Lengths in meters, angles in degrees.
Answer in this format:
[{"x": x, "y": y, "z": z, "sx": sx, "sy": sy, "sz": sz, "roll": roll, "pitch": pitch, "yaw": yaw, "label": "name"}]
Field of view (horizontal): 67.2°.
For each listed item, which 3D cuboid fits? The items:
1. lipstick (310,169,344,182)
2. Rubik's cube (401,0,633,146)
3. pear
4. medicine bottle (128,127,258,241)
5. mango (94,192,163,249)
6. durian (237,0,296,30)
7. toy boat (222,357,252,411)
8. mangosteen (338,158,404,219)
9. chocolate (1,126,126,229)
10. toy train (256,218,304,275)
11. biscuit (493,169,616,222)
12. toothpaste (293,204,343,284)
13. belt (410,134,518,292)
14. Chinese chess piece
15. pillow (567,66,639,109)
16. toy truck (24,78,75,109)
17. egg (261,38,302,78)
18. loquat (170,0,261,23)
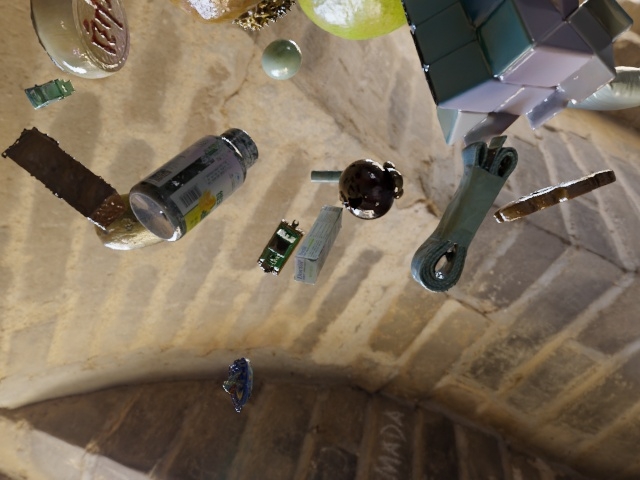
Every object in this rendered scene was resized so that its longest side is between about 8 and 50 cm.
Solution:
[{"x": 0.044, "y": -0.236, "z": 1.779, "sx": 0.048, "sy": 0.158, "sz": 0.047, "roll": 1, "pitch": -90, "yaw": -82, "label": "lipstick"}, {"x": 0.358, "y": -0.400, "z": 0.963, "sx": 0.358, "sy": 0.369, "sz": 0.386, "roll": -37, "pitch": 61, "yaw": 57, "label": "Rubik's cube"}, {"x": 0.105, "y": -0.704, "z": 1.226, "sx": 0.391, "sy": 0.392, "sz": 0.390, "roll": 25, "pitch": -90, "yaw": -89, "label": "pear"}, {"x": -0.260, "y": -0.135, "z": 1.049, "sx": 0.293, "sy": 0.142, "sz": 0.141, "roll": -50, "pitch": -10, "yaw": -37, "label": "medicine bottle"}, {"x": -0.539, "y": -0.071, "z": 1.510, "sx": 0.176, "sy": 0.330, "sz": 0.175, "roll": -159, "pitch": 54, "yaw": -82, "label": "mango"}, {"x": -0.200, "y": -0.869, "z": 1.770, "sx": 0.341, "sy": 0.112, "sz": 0.191, "roll": -26, "pitch": -47, "yaw": -37, "label": "durian"}, {"x": -0.280, "y": 0.470, "z": 1.577, "sx": 0.091, "sy": 0.110, "sz": 0.174, "roll": -25, "pitch": 59, "yaw": 31, "label": "toy boat"}, {"x": 0.156, "y": -0.165, "z": 1.534, "sx": 0.210, "sy": 0.210, "sz": 0.209, "roll": 25, "pitch": -90, "yaw": -89, "label": "mangosteen"}, {"x": -0.641, "y": -0.155, "z": 1.225, "sx": 0.111, "sy": 0.321, "sz": 0.112, "roll": -52, "pitch": -15, "yaw": -16, "label": "chocolate"}, {"x": -0.138, "y": 0.029, "z": 1.592, "sx": 0.227, "sy": 0.091, "sz": 0.136, "roll": -56, "pitch": 1, "yaw": 21, "label": "toy train"}, {"x": 0.511, "y": -0.094, "z": 1.137, "sx": 0.279, "sy": 0.043, "sz": 0.301, "roll": -20, "pitch": -5, "yaw": -11, "label": "biscuit"}, {"x": 0.000, "y": 0.000, "z": 1.385, "sx": 0.336, "sy": 0.067, "sz": 0.081, "roll": -62, "pitch": -22, "yaw": -58, "label": "toothpaste"}, {"x": 0.256, "y": -0.049, "z": 0.870, "sx": 0.072, "sy": 0.088, "sz": 0.302, "roll": -74, "pitch": 9, "yaw": -85, "label": "belt"}, {"x": -0.590, "y": -0.545, "z": 1.202, "sx": 0.270, "sy": 0.112, "sz": 0.269, "roll": 1, "pitch": -90, "yaw": -82, "label": "Chinese chess piece"}, {"x": 0.575, "y": -0.312, "z": 0.996, "sx": 0.254, "sy": 0.145, "sz": 0.078, "roll": -115, "pitch": 30, "yaw": -75, "label": "pillow"}, {"x": -0.810, "y": -0.460, "z": 1.480, "sx": 0.175, "sy": 0.082, "sz": 0.067, "roll": -69, "pitch": -38, "yaw": -59, "label": "toy truck"}, {"x": -0.155, "y": -0.714, "z": 1.904, "sx": 0.192, "sy": 0.149, "sz": 0.149, "roll": 6, "pitch": 66, "yaw": 53, "label": "egg"}, {"x": -0.242, "y": -0.676, "z": 1.115, "sx": 0.328, "sy": 0.329, "sz": 0.328, "roll": 25, "pitch": -90, "yaw": -89, "label": "loquat"}]
